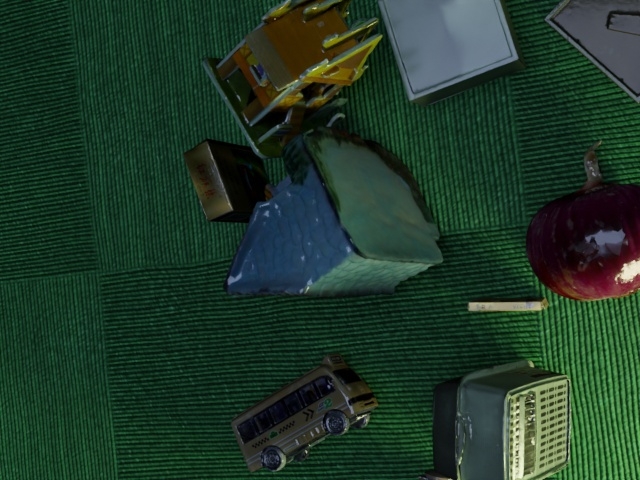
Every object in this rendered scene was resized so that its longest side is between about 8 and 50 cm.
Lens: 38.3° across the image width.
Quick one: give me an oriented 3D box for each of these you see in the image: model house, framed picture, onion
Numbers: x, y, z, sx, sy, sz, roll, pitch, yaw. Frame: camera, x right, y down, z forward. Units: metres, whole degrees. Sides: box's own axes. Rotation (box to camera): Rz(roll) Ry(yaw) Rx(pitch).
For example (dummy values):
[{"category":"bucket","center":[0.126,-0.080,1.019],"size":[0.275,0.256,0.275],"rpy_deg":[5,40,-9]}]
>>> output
[{"category":"model house","center":[0.000,0.000,1.818],"size":[0.339,0.360,0.297],"rpy_deg":[-39,68,29]},{"category":"model house","center":[0.015,-0.332,1.785],"size":[0.313,0.358,0.242],"rpy_deg":[-34,78,27]},{"category":"framed picture","center":[0.579,-0.410,1.756],"size":[0.250,0.016,0.184],"rpy_deg":[45,104,14]},{"category":"onion","center":[0.503,0.000,1.677],"size":[0.256,0.230,0.272],"rpy_deg":[-43,84,16]}]

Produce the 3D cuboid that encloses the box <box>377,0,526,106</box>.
[{"category":"box","center":[0.259,-0.411,1.820],"size":[0.225,0.117,0.225],"rpy_deg":[-18,85,20]}]

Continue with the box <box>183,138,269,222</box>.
[{"category":"box","center":[-0.180,-0.118,1.916],"size":[0.071,0.240,0.159],"rpy_deg":[-25,82,19]}]

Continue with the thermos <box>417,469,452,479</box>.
[{"category":"thermos","center":[0.246,0.559,1.848],"size":[0.137,0.105,0.193],"rpy_deg":[8,86,-6]}]

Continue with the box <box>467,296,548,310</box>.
[{"category":"box","center":[0.368,0.125,1.806],"size":[0.149,0.073,0.020],"rpy_deg":[-2,91,19]}]

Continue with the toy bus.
[{"category":"toy bus","center":[-0.035,0.364,1.923],"size":[0.290,0.139,0.157],"rpy_deg":[-34,74,21]}]

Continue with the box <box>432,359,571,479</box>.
[{"category":"box","center":[0.337,0.342,1.707],"size":[0.166,0.291,0.220],"rpy_deg":[0,90,41]}]
